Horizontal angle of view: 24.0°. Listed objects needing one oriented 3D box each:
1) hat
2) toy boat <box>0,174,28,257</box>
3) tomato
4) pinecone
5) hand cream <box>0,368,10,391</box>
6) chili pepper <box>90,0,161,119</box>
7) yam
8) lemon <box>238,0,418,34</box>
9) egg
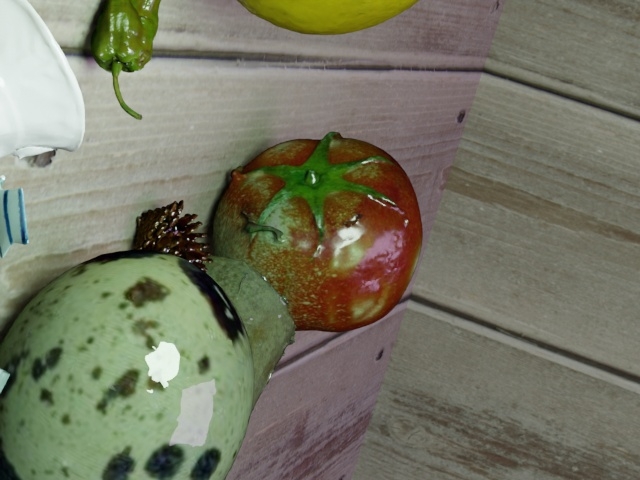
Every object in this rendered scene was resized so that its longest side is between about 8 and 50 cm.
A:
[{"bbox_3d":[-0.305,-0.126,1.261,0.126,0.203,0.203,-37,149,-29],"label":"hat"},{"bbox_3d":[-0.324,0.045,1.389,0.210,0.070,0.291,-120,-136,-54],"label":"toy boat"},{"bbox_3d":[0.000,0.000,2.154,0.303,0.304,0.239,-55,147,-43],"label":"tomato"},{"bbox_3d":[-0.190,0.009,1.912,0.102,0.102,0.109,-42,114,-60],"label":"pinecone"},{"bbox_3d":[-0.417,0.259,1.488,0.109,0.067,0.320,32,76,-38],"label":"hand cream"},{"bbox_3d":[-0.206,-0.228,1.607,0.072,0.073,0.204,60,38,-48],"label":"chili pepper"},{"bbox_3d":[-0.173,0.184,2.001,0.195,0.195,0.300,90,26,-52],"label":"yam"},{"bbox_3d":[0.012,-0.392,1.682,0.348,0.348,0.348,20,90,-75],"label":"lemon"},{"bbox_3d":[-0.229,0.192,1.655,0.379,0.288,0.287,-62,165,1],"label":"egg"}]
